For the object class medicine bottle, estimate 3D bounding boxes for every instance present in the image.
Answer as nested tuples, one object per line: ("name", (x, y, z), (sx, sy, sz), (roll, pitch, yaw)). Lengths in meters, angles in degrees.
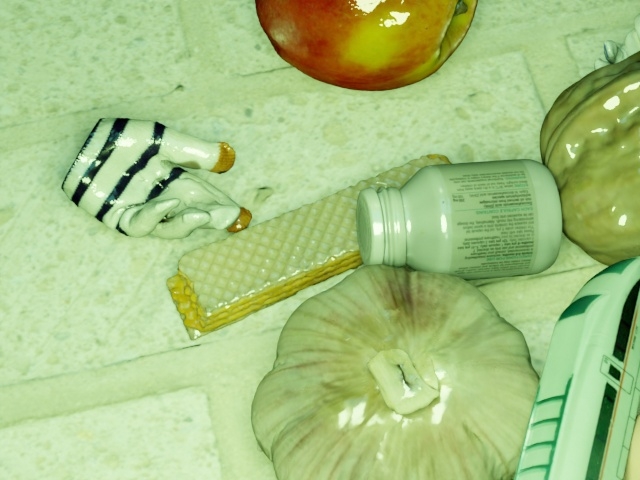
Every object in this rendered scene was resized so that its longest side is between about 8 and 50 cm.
("medicine bottle", (0.154, -0.020, 1.603), (0.215, 0.135, 0.135), (-5, 59, -9))

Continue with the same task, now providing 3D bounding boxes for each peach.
("peach", (0.056, -0.319, 1.771), (0.280, 0.238, 0.281), (-3, 76, 12))

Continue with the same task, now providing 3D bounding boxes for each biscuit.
("biscuit", (0.000, 0.000, 1.689), (0.378, 0.054, 0.094), (-23, 60, -10))

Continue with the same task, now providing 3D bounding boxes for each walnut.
("walnut", (0.378, -0.094, 1.619), (0.273, 0.227, 0.273), (-6, 79, 32))

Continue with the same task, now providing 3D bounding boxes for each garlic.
("garlic", (0.082, 0.170, 1.499), (0.321, 0.241, 0.322), (-4, 37, 3))

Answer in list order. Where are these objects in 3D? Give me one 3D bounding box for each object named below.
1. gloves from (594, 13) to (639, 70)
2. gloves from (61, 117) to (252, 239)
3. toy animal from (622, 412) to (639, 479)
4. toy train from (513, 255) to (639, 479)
("gloves", (0.423, -0.239, 1.780), (0.229, 0.097, 0.119), (-44, 27, -19))
("gloves", (-0.191, -0.058, 1.706), (0.218, 0.131, 0.140), (29, 49, -5))
("toy animal", (0.375, 0.316, 1.375), (0.237, 0.269, 0.326), (0, 100, 7))
("toy train", (0.260, 0.158, 1.407), (0.088, 0.086, 0.407), (37, 52, -21))
